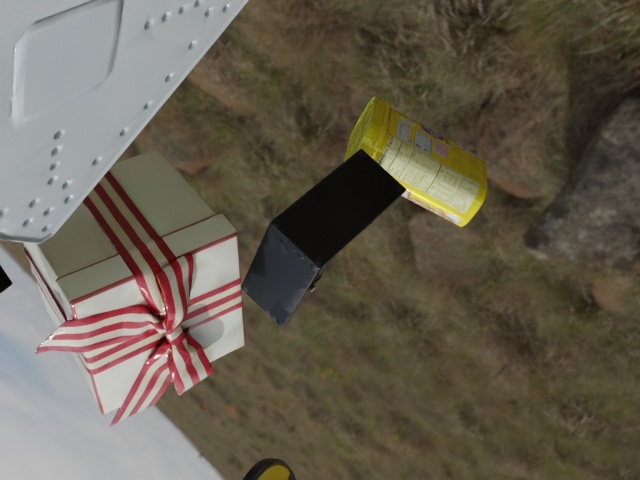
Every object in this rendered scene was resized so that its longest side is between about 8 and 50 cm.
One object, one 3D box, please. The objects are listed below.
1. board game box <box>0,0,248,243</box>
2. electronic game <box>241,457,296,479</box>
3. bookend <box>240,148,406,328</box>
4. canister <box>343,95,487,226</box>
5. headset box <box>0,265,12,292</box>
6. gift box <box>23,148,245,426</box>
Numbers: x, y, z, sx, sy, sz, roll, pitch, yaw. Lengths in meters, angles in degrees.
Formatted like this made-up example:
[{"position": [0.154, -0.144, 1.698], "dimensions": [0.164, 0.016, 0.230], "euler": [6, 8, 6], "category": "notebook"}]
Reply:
[{"position": [-0.232, -0.169, 0.675], "dimensions": [0.050, 0.390, 0.390], "euler": [42, -176, 10], "category": "board game box"}, {"position": [-0.071, 0.380, 0.948], "dimensions": [0.048, 0.229, 0.229], "euler": [1, 146, 19], "category": "electronic game"}, {"position": [0.000, 0.000, 0.901], "dimensions": [0.072, 0.156, 0.157], "euler": [43, 146, 9], "category": "bookend"}, {"position": [0.122, -0.099, 0.996], "dimensions": [0.169, 0.126, 0.073], "euler": [27, 122, -9], "category": "canister"}, {"position": [-0.506, 0.100, 0.808], "dimensions": [0.110, 0.293, 0.218], "euler": [60, -167, -12], "category": "headset box"}, {"position": [-0.262, 0.073, 1.061], "dimensions": [0.258, 0.276, 0.255], "euler": [44, 152, 37], "category": "gift box"}]
